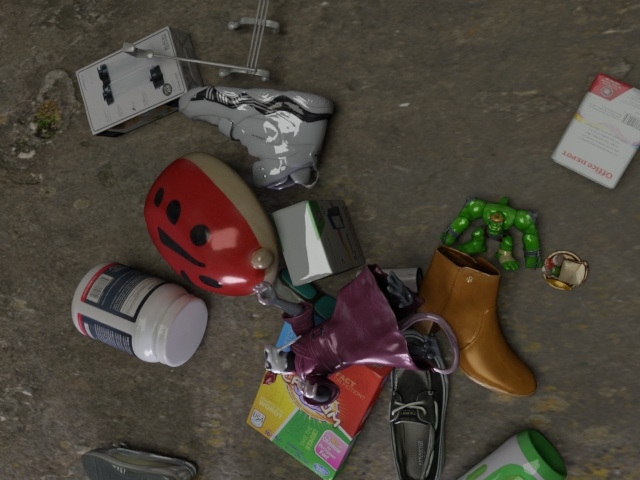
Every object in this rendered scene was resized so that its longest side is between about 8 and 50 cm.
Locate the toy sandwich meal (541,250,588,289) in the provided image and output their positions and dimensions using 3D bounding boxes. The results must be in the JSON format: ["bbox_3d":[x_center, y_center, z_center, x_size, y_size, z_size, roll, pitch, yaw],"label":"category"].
[{"bbox_3d":[0.470,0.060,1.352,0.086,0.029,0.085,2,95,23],"label":"toy sandwich meal"}]

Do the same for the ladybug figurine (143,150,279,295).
[{"bbox_3d":[-0.246,-0.024,1.483,0.449,0.162,0.305,24,130,52],"label":"ladybug figurine"}]

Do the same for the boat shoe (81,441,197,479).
[{"bbox_3d":[-0.463,0.578,1.764,0.320,0.103,0.118,-2,107,28],"label":"boat shoe"}]

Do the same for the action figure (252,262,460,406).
[{"bbox_3d":[0.035,0.187,1.357,0.370,0.276,0.248,-28,62,31],"label":"action figure"}]

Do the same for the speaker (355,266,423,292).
[{"bbox_3d":[0.144,0.086,1.480,0.136,0.055,0.055,-4,93,24],"label":"speaker"}]

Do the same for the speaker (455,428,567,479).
[{"bbox_3d":[0.337,0.504,1.392,0.296,0.131,0.131,-45,77,20],"label":"speaker"}]

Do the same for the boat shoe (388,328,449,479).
[{"bbox_3d":[0.201,0.354,1.441,0.121,0.119,0.335,-6,91,24],"label":"boat shoe"}]

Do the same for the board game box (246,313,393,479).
[{"bbox_3d":[-0.010,0.335,1.523,0.242,0.064,0.316,30,118,18],"label":"board game box"}]

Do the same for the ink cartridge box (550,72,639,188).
[{"bbox_3d":[0.523,-0.198,1.285,0.127,0.072,0.175,31,105,18],"label":"ink cartridge box"}]

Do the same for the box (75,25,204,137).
[{"bbox_3d":[-0.431,-0.372,1.673,0.290,0.087,0.169,-18,87,23],"label":"box"}]

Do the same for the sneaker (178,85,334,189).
[{"bbox_3d":[-0.154,-0.223,1.538,0.366,0.137,0.210,7,94,19],"label":"sneaker"}]

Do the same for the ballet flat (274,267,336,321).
[{"bbox_3d":[-0.016,0.143,1.556,0.213,0.072,0.068,39,135,17],"label":"ballet flat"}]

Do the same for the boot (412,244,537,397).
[{"bbox_3d":[0.315,0.152,1.355,0.295,0.104,0.211,33,129,25],"label":"boot"}]

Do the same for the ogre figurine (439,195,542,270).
[{"bbox_3d":[0.340,-0.019,1.372,0.197,0.097,0.118,26,122,35],"label":"ogre figurine"}]

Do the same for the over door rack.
[{"bbox_3d":[-0.244,-0.493,1.543,0.324,0.108,0.239,11,91,1],"label":"over door rack"}]

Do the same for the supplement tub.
[{"bbox_3d":[-0.426,0.173,1.656,0.272,0.191,0.191,18,101,21],"label":"supplement tub"}]

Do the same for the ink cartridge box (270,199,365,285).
[{"bbox_3d":[0.000,0.000,1.450,0.093,0.212,0.154,-20,85,20],"label":"ink cartridge box"}]
